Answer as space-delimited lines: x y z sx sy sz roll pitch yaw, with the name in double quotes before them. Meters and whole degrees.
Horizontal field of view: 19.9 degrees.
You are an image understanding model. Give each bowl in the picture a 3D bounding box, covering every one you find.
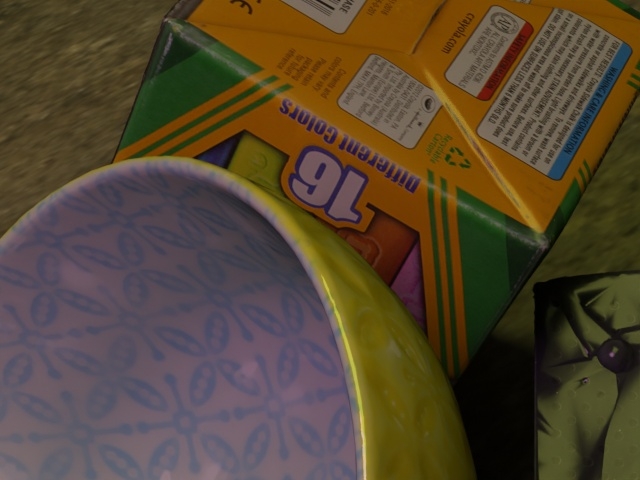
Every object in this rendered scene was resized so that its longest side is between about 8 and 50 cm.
"bowl" -0.034 0.123 0.709 0.156 0.289 0.289 17 10 -42

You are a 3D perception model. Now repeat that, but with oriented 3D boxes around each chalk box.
"chalk box" 0.000 0.000 0.851 0.179 0.289 0.180 31 45 3

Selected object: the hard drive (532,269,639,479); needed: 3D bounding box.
"hard drive" 0.213 0.093 0.732 0.254 0.054 0.172 0 60 6
